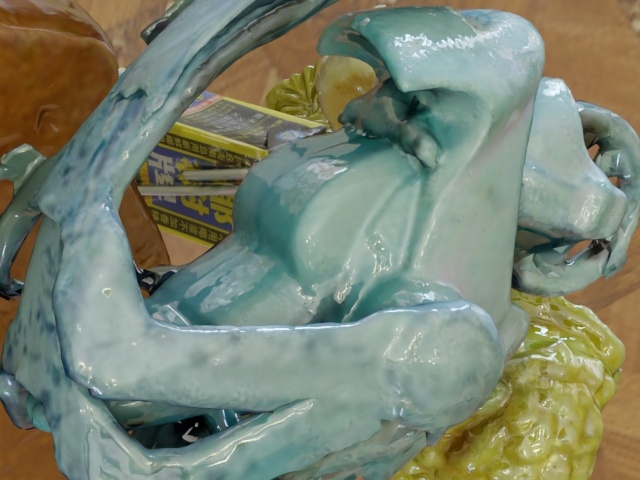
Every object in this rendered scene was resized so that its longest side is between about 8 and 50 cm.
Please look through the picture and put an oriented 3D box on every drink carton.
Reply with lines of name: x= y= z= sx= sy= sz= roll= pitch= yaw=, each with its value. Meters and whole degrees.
drink carton: x=-0.069 y=-0.041 z=0.975 sx=0.056 sy=0.166 sz=0.071 roll=-29 pitch=124 yaw=-38

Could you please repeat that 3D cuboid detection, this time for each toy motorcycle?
toy motorcycle: x=0.000 y=0.000 z=0.668 sx=0.260 sy=0.154 sz=0.206 roll=-42 pitch=120 yaw=-10

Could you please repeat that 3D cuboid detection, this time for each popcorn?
popcorn: x=0.141 y=0.132 z=1.379 sx=0.189 sy=0.218 sz=0.169 roll=-52 pitch=119 yaw=-22

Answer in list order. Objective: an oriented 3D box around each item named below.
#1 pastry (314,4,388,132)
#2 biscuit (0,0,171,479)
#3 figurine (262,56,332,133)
pastry: x=0.070 y=-0.134 z=1.606 sx=0.166 sy=0.166 sz=0.088 roll=33 pitch=57 yaw=-2
biscuit: x=-0.238 y=0.084 z=0.731 sx=0.078 sy=0.350 sz=0.455 roll=40 pitch=96 yaw=35
figurine: x=0.049 y=-0.019 z=1.781 sx=0.187 sy=0.168 sz=0.315 roll=-15 pitch=52 yaw=2
